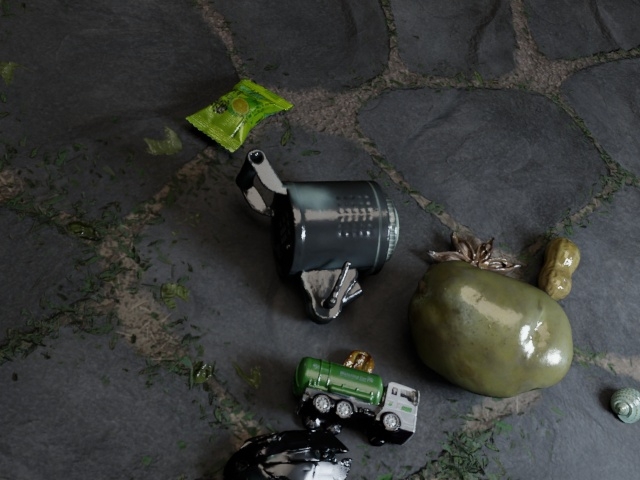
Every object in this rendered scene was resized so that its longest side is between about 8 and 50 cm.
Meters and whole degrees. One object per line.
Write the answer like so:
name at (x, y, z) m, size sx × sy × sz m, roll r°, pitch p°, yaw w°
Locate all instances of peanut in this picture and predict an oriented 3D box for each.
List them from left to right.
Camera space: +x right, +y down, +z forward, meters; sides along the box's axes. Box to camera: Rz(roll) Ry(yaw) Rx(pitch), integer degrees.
peanut at (0.543, 0.064, 1.828) m, size 0.089 × 0.089 × 0.193 m, roll 24°, pitch 53°, yaw 2°

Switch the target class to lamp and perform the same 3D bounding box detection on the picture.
lamp at (0.022, -0.035, 1.685) m, size 0.272 × 0.205 × 0.374 m, roll -21°, pitch 80°, yaw -21°

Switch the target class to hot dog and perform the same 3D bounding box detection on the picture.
hot dog at (0.074, 0.254, 1.606) m, size 0.058 × 0.035 × 0.083 m, roll 27°, pitch 54°, yaw 8°

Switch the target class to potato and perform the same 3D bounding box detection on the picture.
potato at (0.330, 0.183, 1.602) m, size 0.326 × 0.221 × 0.243 m, roll 17°, pitch 92°, yaw -1°

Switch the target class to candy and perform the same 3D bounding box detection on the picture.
candy at (-0.187, -0.307, 1.907) m, size 0.149 × 0.069 × 0.246 m, roll 34°, pitch 54°, yaw 13°

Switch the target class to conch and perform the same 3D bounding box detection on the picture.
conch at (0.653, 0.342, 1.686) m, size 0.085 × 0.056 × 0.076 m, roll -28°, pitch 80°, yaw -28°

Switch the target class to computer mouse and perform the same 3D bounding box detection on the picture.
computer mouse at (-0.057, 0.403, 1.446) m, size 0.241 × 0.077 × 0.146 m, roll -6°, pitch 60°, yaw -18°

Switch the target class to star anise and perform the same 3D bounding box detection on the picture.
star anise at (0.330, 0.058, 1.797) m, size 0.172 × 0.063 × 0.208 m, roll 41°, pitch 59°, yaw 19°

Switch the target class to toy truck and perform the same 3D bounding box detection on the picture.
toy truck at (0.062, 0.304, 1.527) m, size 0.242 × 0.101 × 0.125 m, roll 17°, pitch 55°, yaw -4°
